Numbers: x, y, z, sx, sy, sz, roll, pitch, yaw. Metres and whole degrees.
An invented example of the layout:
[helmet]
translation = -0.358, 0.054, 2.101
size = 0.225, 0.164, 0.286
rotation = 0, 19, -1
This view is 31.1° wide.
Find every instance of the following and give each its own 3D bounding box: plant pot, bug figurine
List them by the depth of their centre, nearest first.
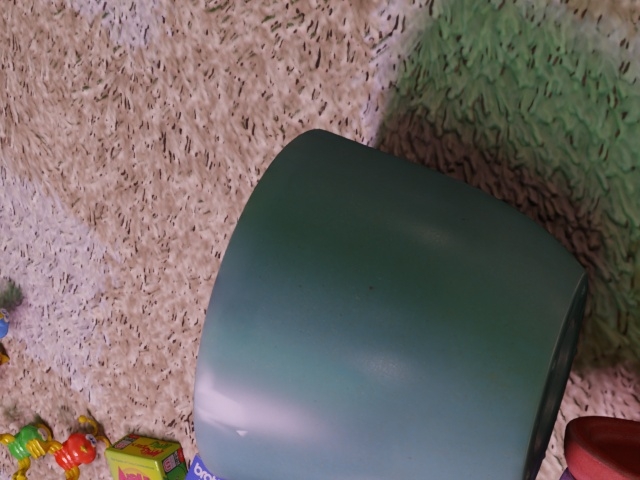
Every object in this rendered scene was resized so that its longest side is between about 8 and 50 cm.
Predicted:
[plant pot]
translation = 0.073, 0.082, 0.899
size = 0.235, 0.293, 0.293
rotation = 16, 122, 17
[bug figurine]
translation = -0.391, 0.204, 1.477
size = 0.216, 0.072, 0.279
rotation = -27, 98, 50

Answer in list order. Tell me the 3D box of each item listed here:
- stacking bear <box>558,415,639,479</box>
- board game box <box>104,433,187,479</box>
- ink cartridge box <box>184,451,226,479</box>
[stacking bear]
translation = 0.231, 0.298, 0.887
size = 0.164, 0.175, 0.289
rotation = 29, 108, 64
[board game box]
translation = -0.195, 0.331, 1.399
size = 0.092, 0.043, 0.181
rotation = 3, 113, 39
[ink cartridge box]
translation = -0.068, 0.327, 1.275
size = 0.207, 0.046, 0.097
rotation = 33, 113, 23
